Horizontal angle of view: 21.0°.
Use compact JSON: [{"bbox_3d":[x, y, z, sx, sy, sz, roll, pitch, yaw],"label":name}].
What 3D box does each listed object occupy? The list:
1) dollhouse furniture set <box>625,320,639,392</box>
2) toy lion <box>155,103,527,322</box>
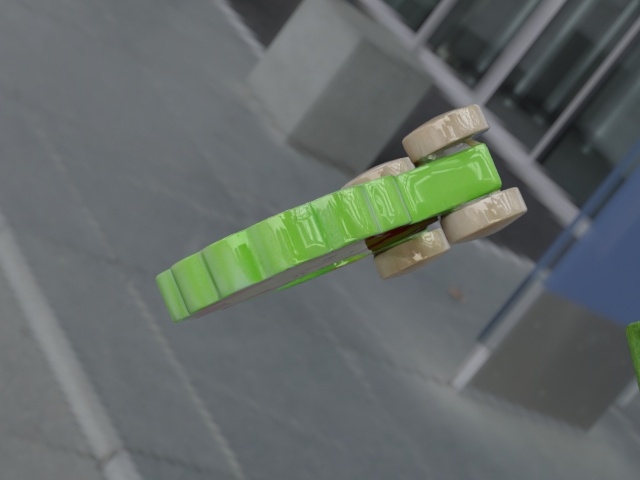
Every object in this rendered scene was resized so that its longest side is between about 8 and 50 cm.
[{"bbox_3d":[0.155,0.031,0.441,0.151,0.058,0.076,-5,77,-36],"label":"dollhouse furniture set"},{"bbox_3d":[0.000,0.000,0.468,0.034,0.096,0.100,67,-17,4],"label":"toy lion"}]
